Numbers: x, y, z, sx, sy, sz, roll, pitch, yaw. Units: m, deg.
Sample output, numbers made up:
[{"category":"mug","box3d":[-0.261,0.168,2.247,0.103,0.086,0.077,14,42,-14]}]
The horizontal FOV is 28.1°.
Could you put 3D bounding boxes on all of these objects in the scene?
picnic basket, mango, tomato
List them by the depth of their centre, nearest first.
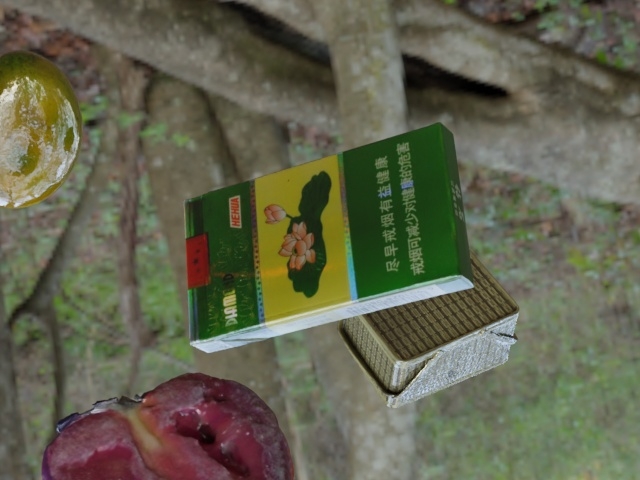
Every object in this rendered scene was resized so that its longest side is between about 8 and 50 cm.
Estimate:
[{"category":"mango","box3d":[-0.264,-0.096,1.137,0.111,0.089,0.163,12,135,-34]},{"category":"picnic basket","box3d":[0.111,0.086,1.306,0.164,0.115,0.079,-21,140,-22]},{"category":"tomato","box3d":[-0.204,0.355,1.748,0.335,0.289,0.176,-22,144,-22]}]

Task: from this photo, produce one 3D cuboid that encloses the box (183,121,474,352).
[{"category":"box","box3d":[0.000,0.000,1.005,0.235,0.132,0.034,-16,155,23]}]
